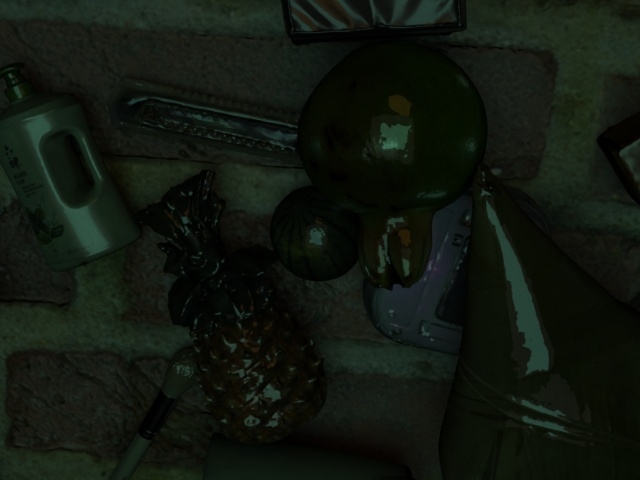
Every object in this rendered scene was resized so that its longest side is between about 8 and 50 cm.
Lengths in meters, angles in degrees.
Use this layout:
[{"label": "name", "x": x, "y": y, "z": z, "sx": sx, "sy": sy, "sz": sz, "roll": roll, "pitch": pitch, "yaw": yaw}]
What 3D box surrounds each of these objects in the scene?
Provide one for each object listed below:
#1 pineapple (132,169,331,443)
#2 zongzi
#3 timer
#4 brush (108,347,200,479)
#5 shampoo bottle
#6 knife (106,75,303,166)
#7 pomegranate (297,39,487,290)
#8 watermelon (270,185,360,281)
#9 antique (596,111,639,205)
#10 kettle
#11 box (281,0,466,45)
[{"label": "pineapple", "x": -0.097, "y": 0.073, "z": 1.069, "sx": 0.170, "sy": 0.141, "sz": 0.310, "roll": -18, "pitch": 98, "yaw": 40}, {"label": "zongzi", "x": 0.351, "y": 0.111, "z": 0.982, "sx": 0.447, "sy": 0.181, "sz": 0.418, "roll": -2, "pitch": 115, "yaw": -3}, {"label": "timer", "x": 0.154, "y": 0.032, "z": 1.063, "sx": 0.191, "sy": 0.069, "sz": 0.208, "roll": 13, "pitch": 109, "yaw": -7}, {"label": "brush", "x": -0.228, "y": 0.252, "z": 1.185, "sx": 0.042, "sy": 0.039, "sz": 0.299, "roll": 33, "pitch": 109, "yaw": -1}, {"label": "shampoo bottle", "x": -0.301, "y": -0.089, "z": 1.061, "sx": 0.118, "sy": 0.087, "sz": 0.234, "roll": -19, "pitch": 103, "yaw": 14}, {"label": "knife", "x": -0.066, "y": -0.113, "z": 1.060, "sx": 0.365, "sy": 0.043, "sz": 0.089, "roll": 14, "pitch": 107, "yaw": 1}, {"label": "pomegranate", "x": 0.056, "y": -0.084, "z": 0.940, "sx": 0.190, "sy": 0.159, "sz": 0.240, "roll": 29, "pitch": 99, "yaw": 15}, {"label": "watermelon", "x": 0.000, "y": 0.000, "z": 1.061, "sx": 0.105, "sy": 0.105, "sz": 0.133, "roll": -15, "pitch": 140, "yaw": 8}, {"label": "antique", "x": 0.453, "y": -0.149, "z": 0.982, "sx": 0.310, "sy": 0.093, "sz": 0.087, "roll": -31, "pitch": 101, "yaw": 12}, {"label": "kettle", "x": -0.019, "y": 0.343, "z": 1.140, "sx": 0.255, "sy": 0.165, "sz": 0.240, "roll": 6, "pitch": 136, "yaw": -3}, {"label": "box", "x": 0.042, "y": -0.324, "z": 0.934, "sx": 0.188, "sy": 0.153, "sz": 0.252, "roll": -3, "pitch": 104, "yaw": 5}]
